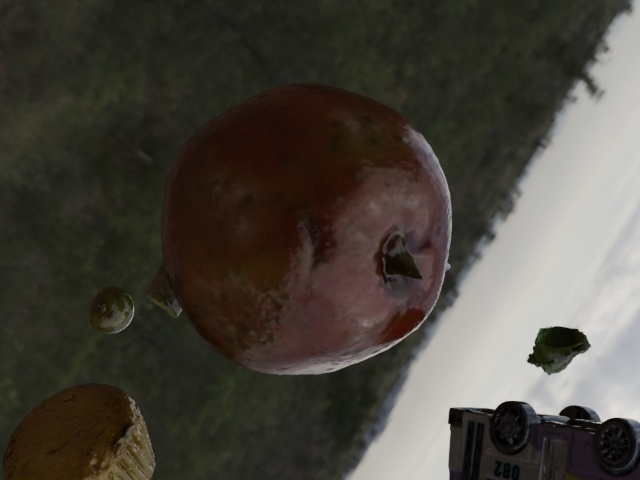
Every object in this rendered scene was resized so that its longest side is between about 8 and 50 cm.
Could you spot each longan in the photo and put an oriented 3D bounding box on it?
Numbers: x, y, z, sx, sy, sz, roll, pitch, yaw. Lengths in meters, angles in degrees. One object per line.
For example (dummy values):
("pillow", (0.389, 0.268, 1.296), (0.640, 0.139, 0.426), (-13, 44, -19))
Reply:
("longan", (-0.322, 0.106, 1.844), (0.075, 0.075, 0.083), (-58, 161, 2))

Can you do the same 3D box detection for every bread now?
("bread", (-0.373, 0.329, 1.864), (0.240, 0.240, 0.139), (-56, 138, -23))

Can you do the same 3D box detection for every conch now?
("conch", (0.432, 0.197, 2.217), (0.121, 0.089, 0.074), (-23, 171, 11))

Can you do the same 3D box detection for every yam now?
("yam", (-0.182, -0.019, 1.932), (0.299, 0.066, 0.066), (-61, 176, -17))

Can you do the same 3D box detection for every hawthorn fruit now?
("hawthorn fruit", (0.000, 0.000, 1.601), (0.402, 0.403, 0.403), (-57, 175, -8))

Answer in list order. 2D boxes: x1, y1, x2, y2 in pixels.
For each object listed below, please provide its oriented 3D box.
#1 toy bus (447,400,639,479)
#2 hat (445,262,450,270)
("toy bus", (0.409, 0.388, 1.892), (0.440, 0.209, 0.249), (2, -96, 49))
("hat", (0.103, -0.056, 2.021), (0.168, 0.301, 0.258), (-56, -166, -13))
